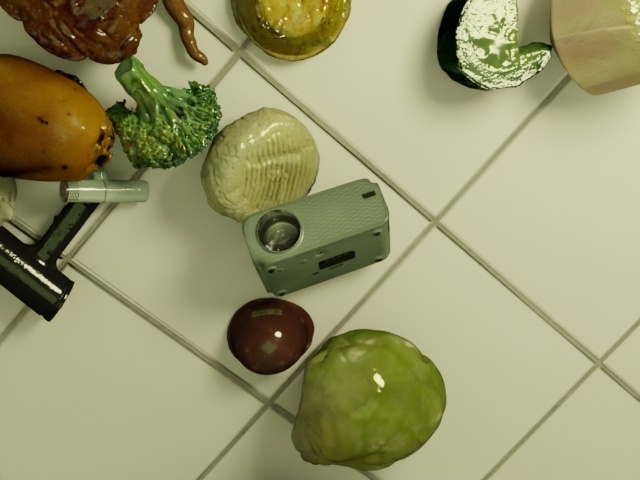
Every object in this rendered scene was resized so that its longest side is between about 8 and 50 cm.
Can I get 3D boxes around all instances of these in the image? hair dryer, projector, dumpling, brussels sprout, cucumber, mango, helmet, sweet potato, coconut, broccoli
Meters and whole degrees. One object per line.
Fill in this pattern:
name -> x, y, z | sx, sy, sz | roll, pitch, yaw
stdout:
hair dryer -> -0.385, -0.158, 1.553 | 0.154, 0.044, 0.183 | 0, 86, -35
projector -> 0.000, 0.000, 1.573 | 0.250, 0.198, 0.108 | -18, 69, -2
dumpling -> -0.598, -0.091, 1.510 | 0.136, 0.118, 0.199 | -43, 71, 10
brussels sprout -> 0.084, 0.306, 1.689 | 0.316, 0.243, 0.274 | -17, 134, 2
cucumber -> 0.296, -0.356, 1.553 | 0.191, 0.130, 0.191 | -2, 102, -10
hair dryer -> -0.488, -0.007, 1.582 | 0.197, 0.089, 0.251 | 41, 89, -16
mango -> -0.480, -0.194, 1.439 | 0.287, 0.153, 0.201 | 13, 108, 7
helmet -> -0.089, 0.200, 1.689 | 0.175, 0.106, 0.155 | 2, 109, -13
sweet potato -> -0.238, -0.384, 1.502 | 0.044, 0.044, 0.179 | -19, 111, -2
coconut -> 0.510, -0.376, 1.517 | 0.239, 0.244, 0.239 | 0, 90, -38
broccoli -> -0.279, -0.224, 1.477 | 0.219, 0.194, 0.194 | -9, 114, 34

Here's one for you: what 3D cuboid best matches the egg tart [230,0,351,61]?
egg tart -> -0.049, -0.411, 1.500 | 0.212, 0.090, 0.213 | -2, 105, -7

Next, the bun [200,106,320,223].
bun -> -0.116, -0.133, 1.555 | 0.220, 0.134, 0.221 | -19, 131, -24

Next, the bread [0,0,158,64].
bread -> -0.379, -0.411, 1.422 | 0.246, 0.135, 0.232 | 37, 99, -17
